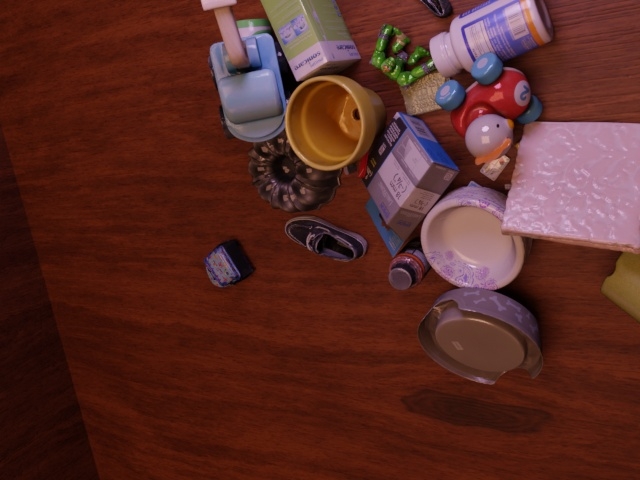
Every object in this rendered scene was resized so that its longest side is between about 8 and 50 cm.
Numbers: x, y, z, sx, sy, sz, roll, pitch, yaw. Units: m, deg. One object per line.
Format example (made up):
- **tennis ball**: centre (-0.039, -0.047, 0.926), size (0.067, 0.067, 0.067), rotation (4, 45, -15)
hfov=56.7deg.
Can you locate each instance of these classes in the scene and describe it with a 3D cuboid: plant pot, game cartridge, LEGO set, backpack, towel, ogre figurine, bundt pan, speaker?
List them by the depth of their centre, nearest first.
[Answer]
- **plant pot**: centre (0.826, 0.118, 1.399), size (0.254, 0.276, 0.276), rotation (36, 123, 30)
- **towel**: centre (0.619, -0.138, 1.418), size (0.317, 0.053, 0.331), rotation (8, 67, 30)
- **LEGO set**: centre (0.507, -0.143, 1.606), size (0.182, 0.060, 0.244), rotation (37, 122, 11)
- **ogre figurine**: centre (0.221, -0.498, 1.637), size (0.197, 0.097, 0.118), rotation (36, 105, -2)
- **towel**: centre (0.298, -0.411, 1.656), size (0.148, 0.027, 0.110), rotation (-11, 102, 33)
- **plant pot**: centre (0.064, -0.345, 1.693), size (0.254, 0.239, 0.254), rotation (11, 113, 28)
- **game cartridge**: centre (0.087, -0.246, 1.825), size (0.017, 0.056, 0.083), rotation (4, 110, 38)
- **speaker**: centre (-0.201, -0.531, 1.856), size (0.131, 0.131, 0.296), rotation (5, 110, 30)
- **bundt pan**: centre (-0.099, -0.234, 1.905), size (0.331, 0.124, 0.330), rotation (11, 112, 27)
- **backpack**: centre (-0.358, 0.100, 2.186), size (0.173, 0.117, 0.158), rotation (-31, 88, 38)

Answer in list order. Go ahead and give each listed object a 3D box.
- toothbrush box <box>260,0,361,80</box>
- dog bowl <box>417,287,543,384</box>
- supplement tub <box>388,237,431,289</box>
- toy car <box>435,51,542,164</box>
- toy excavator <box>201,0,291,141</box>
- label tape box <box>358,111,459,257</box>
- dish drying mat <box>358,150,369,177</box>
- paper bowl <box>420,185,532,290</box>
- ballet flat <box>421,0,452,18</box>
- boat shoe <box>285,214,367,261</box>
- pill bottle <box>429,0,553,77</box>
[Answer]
- **toothbrush box**: centre (-0.030, -0.611, 1.678), size (0.122, 0.206, 0.283), rotation (-24, 94, 35)
- **dog bowl**: centre (0.455, 0.269, 1.677), size (0.349, 0.102, 0.348), rotation (19, 142, 15)
- **supplement tub**: centre (0.265, 0.073, 1.738), size (0.106, 0.198, 0.106), rotation (12, 117, 25)
- **toy car**: centre (0.425, -0.283, 1.446), size (0.219, 0.238, 0.210), rotation (30, 133, -33)
- **toy excavator**: centre (-0.201, -0.466, 1.576), size (0.222, 0.445, 0.432), rotation (-11, 107, 0)
- **label tape box**: centre (0.212, -0.153, 1.684), size (0.333, 0.106, 0.240), rotation (-57, 39, 31)
- **dish drying mat**: centre (0.126, -0.225, 1.735), size (0.032, 0.008, 0.083), rotation (-2, 78, 61)
- **paper bowl**: centre (0.431, -0.015, 1.621), size (0.284, 0.148, 0.284), rotation (19, 129, 25)
- **ballet flat**: centre (0.280, -0.654, 1.567), size (0.173, 0.049, 0.057), rotation (45, 123, 11)
- **boat shoe**: centre (0.000, 0.000, 1.937), size (0.301, 0.102, 0.108), rotation (21, 117, 24)
- **pill bottle**: centre (0.417, -0.508, 1.472), size (0.272, 0.152, 0.152), rotation (-17, 97, 35)
